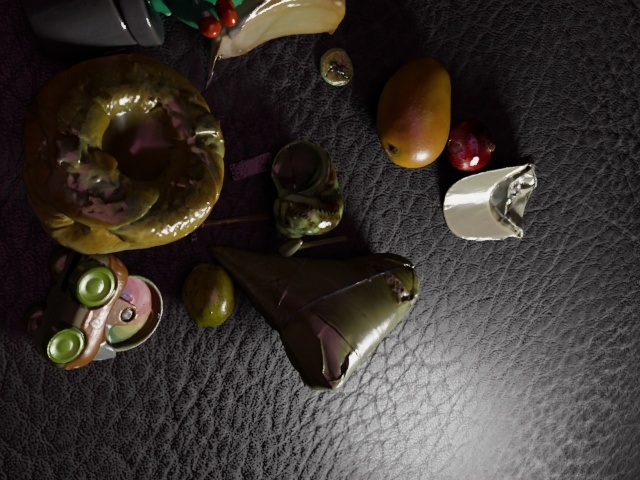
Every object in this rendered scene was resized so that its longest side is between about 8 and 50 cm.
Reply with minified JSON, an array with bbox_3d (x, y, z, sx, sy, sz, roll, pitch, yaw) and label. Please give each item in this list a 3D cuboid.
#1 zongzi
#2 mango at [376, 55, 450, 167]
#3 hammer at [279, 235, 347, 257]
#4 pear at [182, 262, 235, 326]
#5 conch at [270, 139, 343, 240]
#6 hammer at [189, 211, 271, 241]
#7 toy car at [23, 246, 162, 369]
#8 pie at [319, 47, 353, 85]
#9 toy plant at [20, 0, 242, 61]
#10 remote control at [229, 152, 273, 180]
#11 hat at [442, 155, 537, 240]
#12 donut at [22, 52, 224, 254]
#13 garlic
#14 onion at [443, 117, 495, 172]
[{"bbox_3d":[0.006,0.074,1.304,0.356,0.174,0.393,-38,85,-32],"label":"zongzi"},{"bbox_3d":[0.209,-0.291,1.343,0.175,0.139,0.254,8,86,-39],"label":"mango"},{"bbox_3d":[0.000,0.000,1.269,0.195,0.060,0.028,-11,73,-48],"label":"hammer"},{"bbox_3d":[-0.223,0.110,1.202,0.107,0.107,0.131,-4,111,-25],"label":"pear"},{"bbox_3d":[-0.037,-0.092,1.252,0.187,0.124,0.181,39,66,5],"label":"conch"},{"bbox_3d":[-0.188,-0.043,1.250,0.182,0.017,0.062,-11,102,-26],"label":"hammer"},{"bbox_3d":[-0.403,0.135,1.115,0.235,0.145,0.235,-15,114,-37],"label":"toy car"},{"bbox_3d":[0.036,-0.378,1.309,0.084,0.021,0.084,-3,98,-25],"label":"pie"},{"bbox_3d":[-0.280,-0.432,1.014,0.400,0.279,0.185,-16,116,0],"label":"toy plant"},{"bbox_3d":[-0.145,-0.155,1.256,0.096,0.014,0.039,-21,106,-21],"label":"remote control"},{"bbox_3d":[0.431,-0.121,1.509,0.245,0.149,0.214,4,123,6],"label":"hat"},{"bbox_3d":[-0.340,-0.144,1.050,0.360,0.170,0.360,9,75,-36],"label":"donut"},{"bbox_3d":[-0.097,-0.442,1.173,0.338,0.151,0.196,-31,135,-21],"label":"garlic"},{"bbox_3d":[0.356,-0.225,1.431,0.131,0.131,0.131,-4,99,-25],"label":"onion"}]
